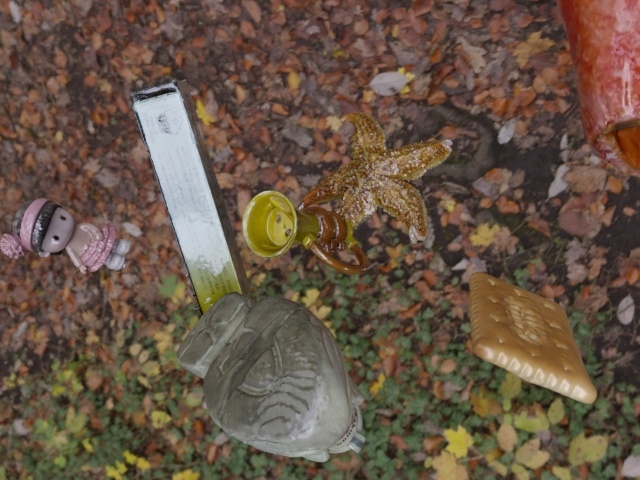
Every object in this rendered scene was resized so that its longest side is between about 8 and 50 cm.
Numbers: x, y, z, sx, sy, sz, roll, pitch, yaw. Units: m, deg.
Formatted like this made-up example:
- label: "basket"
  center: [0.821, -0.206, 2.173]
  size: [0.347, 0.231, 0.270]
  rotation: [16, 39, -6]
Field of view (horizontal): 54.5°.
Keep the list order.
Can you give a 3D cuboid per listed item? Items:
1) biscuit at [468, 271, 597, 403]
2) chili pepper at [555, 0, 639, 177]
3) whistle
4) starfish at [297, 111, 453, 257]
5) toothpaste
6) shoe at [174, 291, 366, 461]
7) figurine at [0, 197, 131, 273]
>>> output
- label: "biscuit"
  center: [0.280, 0.119, 0.846]
  size: [0.160, 0.250, 0.030]
  rotation: [24, 112, 4]
- label: "chili pepper"
  center: [0.340, -0.207, 0.541]
  size: [0.251, 0.229, 0.306]
  rotation: [-5, 84, -2]
- label: "whistle"
  center: [0.001, -0.005, 0.454]
  size: [0.057, 0.109, 0.046]
  rotation: [19, 97, 37]
- label: "starfish"
  center: [0.061, -0.081, 0.789]
  size: [0.227, 0.043, 0.241]
  rotation: [-33, 50, 21]
- label: "toothpaste"
  center: [-0.166, -0.049, 0.817]
  size: [0.070, 0.089, 0.313]
  rotation: [-15, 105, 2]
- label: "shoe"
  center: [-0.018, 0.162, 0.660]
  size: [0.210, 0.132, 0.342]
  rotation: [40, 167, -19]
- label: "figurine"
  center: [-0.278, 0.002, 0.685]
  size: [0.054, 0.129, 0.072]
  rotation: [6, 74, 53]
